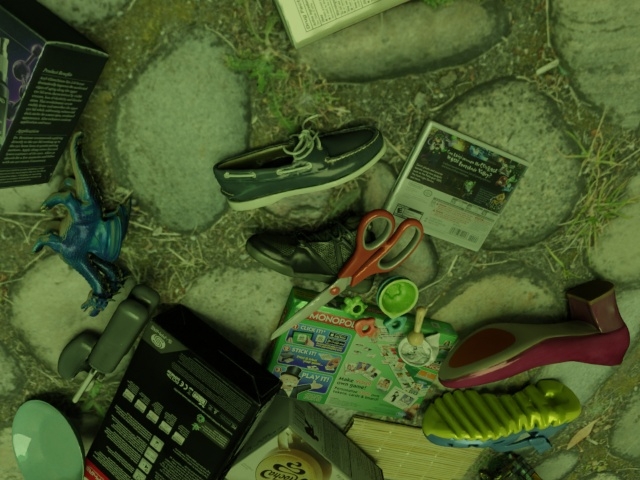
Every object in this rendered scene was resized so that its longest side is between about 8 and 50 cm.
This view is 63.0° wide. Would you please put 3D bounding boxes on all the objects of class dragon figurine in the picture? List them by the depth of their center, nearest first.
[{"bbox_3d":[-0.330,-0.023,0.774,0.144,0.085,0.289,20,112,-17],"label":"dragon figurine"}]

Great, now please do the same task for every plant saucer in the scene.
[{"bbox_3d":[-0.480,0.375,0.941,0.195,0.037,0.194,3,97,27],"label":"plant saucer"}]

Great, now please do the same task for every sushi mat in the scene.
[{"bbox_3d":[0.183,0.460,1.120,0.317,0.019,0.151,15,114,-15],"label":"sushi mat"}]

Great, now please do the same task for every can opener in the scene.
[{"bbox_3d":[-0.356,0.162,0.838,0.095,0.076,0.283,34,123,-8],"label":"can opener"}]

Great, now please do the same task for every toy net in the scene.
[{"bbox_3d":[0.137,0.158,0.886,0.122,0.045,0.232,-36,119,-1],"label":"toy net"}]

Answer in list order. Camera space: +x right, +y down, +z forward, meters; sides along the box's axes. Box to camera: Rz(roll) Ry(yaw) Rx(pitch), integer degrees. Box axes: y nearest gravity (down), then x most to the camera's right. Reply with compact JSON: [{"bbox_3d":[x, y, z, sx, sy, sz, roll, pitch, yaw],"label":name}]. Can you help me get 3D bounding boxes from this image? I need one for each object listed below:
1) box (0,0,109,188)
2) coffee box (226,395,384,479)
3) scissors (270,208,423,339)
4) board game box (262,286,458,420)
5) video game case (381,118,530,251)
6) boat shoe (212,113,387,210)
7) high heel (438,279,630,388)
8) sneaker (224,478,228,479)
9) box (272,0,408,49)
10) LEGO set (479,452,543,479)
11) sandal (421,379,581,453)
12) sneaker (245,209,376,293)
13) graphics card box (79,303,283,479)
[{"bbox_3d":[-0.390,-0.190,0.643,0.153,0.108,0.207,36,108,6],"label":"box"},{"bbox_3d":[-0.023,0.452,1.018,0.168,0.119,0.297,-38,109,13],"label":"coffee box"},{"bbox_3d":[0.042,0.071,0.823,0.109,0.021,0.297,26,111,-31],"label":"scissors"},{"bbox_3d":[0.066,0.218,0.969,0.318,0.046,0.213,15,112,-14],"label":"board game box"},{"bbox_3d":[0.218,-0.085,0.854,0.191,0.022,0.173,19,113,-15],"label":"video game case"},{"bbox_3d":[-0.031,-0.122,0.765,0.255,0.095,0.079,-16,129,10],"label":"boat shoe"},{"bbox_3d":[0.401,0.226,0.953,0.378,0.127,0.181,-22,107,-5],"label":"high heel"},{"bbox_3d":[-0.226,0.532,1.026,0.306,0.152,0.114,-2,118,-5],"label":"sneaker"},{"bbox_3d":[0.042,-0.355,0.637,0.233,0.126,0.148,-22,117,4],"label":"box"},{"bbox_3d":[0.365,0.604,1.101,0.255,0.192,0.331,1,129,-50],"label":"LEGO set"},{"bbox_3d":[0.359,0.377,1.049,0.318,0.126,0.138,-2,120,-5],"label":"sandal"},{"bbox_3d":[0.000,0.000,0.833,0.228,0.087,0.130,15,111,-18],"label":"sneaker"},{"bbox_3d":[-0.249,0.324,0.899,0.233,0.094,0.370,34,111,13],"label":"graphics card box"}]
